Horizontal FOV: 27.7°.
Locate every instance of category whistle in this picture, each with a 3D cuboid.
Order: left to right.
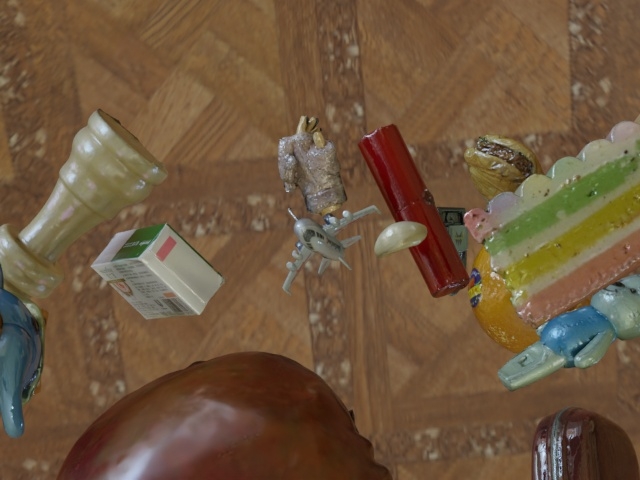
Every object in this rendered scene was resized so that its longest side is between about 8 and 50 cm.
[{"bbox_3d":[0.317,0.107,1.551,0.236,0.114,0.077,-28,119,-9],"label":"whistle"}]

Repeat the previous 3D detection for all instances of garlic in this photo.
[{"bbox_3d":[0.113,-0.002,1.914,0.083,0.053,0.041,-29,74,20],"label":"garlic"}]

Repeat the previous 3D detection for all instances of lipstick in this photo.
[{"bbox_3d":[0.145,-0.044,1.994,0.073,0.073,0.279,-28,75,11],"label":"lipstick"}]

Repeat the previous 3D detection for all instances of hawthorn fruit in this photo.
[{"bbox_3d":[-0.089,0.254,1.162,0.325,0.308,0.308,-23,109,7],"label":"hawthorn fruit"}]

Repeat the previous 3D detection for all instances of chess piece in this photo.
[{"bbox_3d":[-0.353,0.026,1.528,0.117,0.117,0.397,43,94,-14],"label":"chess piece"}]

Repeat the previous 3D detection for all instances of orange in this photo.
[{"bbox_3d":[0.281,0.062,1.690,0.178,0.155,0.177,4,72,-11],"label":"orange"}]

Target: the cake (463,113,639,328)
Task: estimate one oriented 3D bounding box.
[{"bbox_3d":[0.234,-0.027,1.062,0.225,0.090,0.109,-26,75,-29],"label":"cake"}]

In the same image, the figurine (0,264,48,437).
[{"bbox_3d":[-0.354,0.117,1.274,0.154,0.262,0.180,-25,95,11],"label":"figurine"}]

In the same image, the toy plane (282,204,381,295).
[{"bbox_3d":[0.000,0.000,1.665,0.162,0.171,0.065,-42,60,5],"label":"toy plane"}]

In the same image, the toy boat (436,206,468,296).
[{"bbox_3d":[0.205,0.018,2.048,0.055,0.060,0.141,1,85,-23],"label":"toy boat"}]

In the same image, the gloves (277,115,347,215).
[{"bbox_3d":[-0.016,-0.107,1.963,0.094,0.110,0.144,-27,75,-5],"label":"gloves"}]

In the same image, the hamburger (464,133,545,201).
[{"bbox_3d":[0.172,-0.062,1.192,0.044,0.076,0.083,-48,146,-17],"label":"hamburger"}]

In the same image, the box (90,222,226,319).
[{"bbox_3d":[-0.257,0.051,2.031,0.135,0.199,0.081,46,62,-21],"label":"box"}]

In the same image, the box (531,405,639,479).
[{"bbox_3d":[0.399,0.447,1.905,0.108,0.403,0.263,-12,156,31],"label":"box"}]
